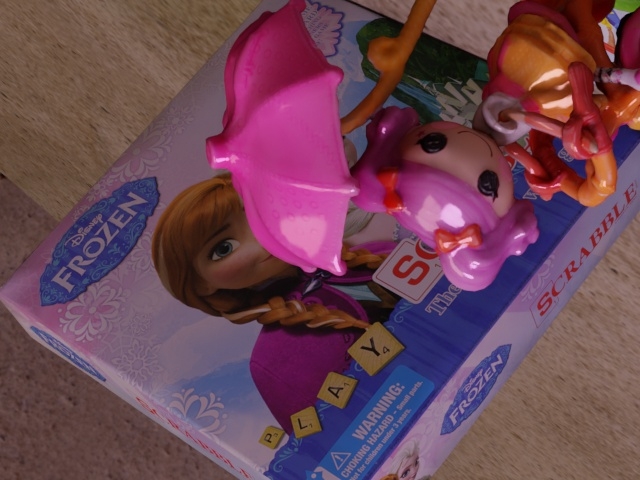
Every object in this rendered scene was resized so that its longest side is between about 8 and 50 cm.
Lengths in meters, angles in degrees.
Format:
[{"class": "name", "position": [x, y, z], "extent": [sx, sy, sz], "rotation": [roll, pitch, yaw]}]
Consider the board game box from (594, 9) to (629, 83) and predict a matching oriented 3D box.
[{"class": "board game box", "position": [0.191, -0.105, 0.482], "extent": [0.302, 0.086, 0.308], "rotation": [32, 164, 28]}]

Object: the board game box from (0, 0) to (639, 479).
[{"class": "board game box", "position": [0.000, 0.000, 1.117], "extent": [0.318, 0.319, 0.066], "rotation": [28, 159, 34]}]

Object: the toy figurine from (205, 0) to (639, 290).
[{"class": "toy figurine", "position": [0.046, -0.049, 0.518], "extent": [0.173, 0.159, 0.130], "rotation": [39, 165, 2]}]
